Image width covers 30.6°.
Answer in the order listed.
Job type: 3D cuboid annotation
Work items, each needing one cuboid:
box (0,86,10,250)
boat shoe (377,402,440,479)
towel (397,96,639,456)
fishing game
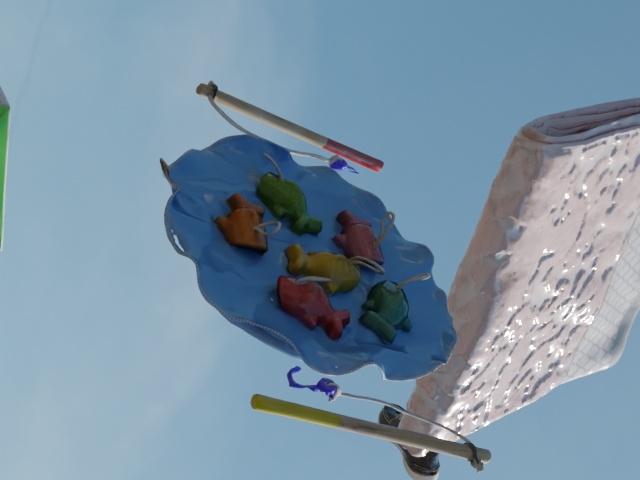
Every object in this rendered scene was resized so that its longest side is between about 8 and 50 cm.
[{"bbox_3d":[-0.386,-0.087,0.882,0.231,0.262,0.126,-130,-134,-55],"label":"box"},{"bbox_3d":[0.095,0.206,1.249,0.125,0.046,0.038,-117,-148,-60],"label":"boat shoe"},{"bbox_3d":[0.226,0.026,1.070,0.053,0.317,0.331,39,-53,33],"label":"towel"},{"bbox_3d":[0.000,0.000,0.635,0.041,0.189,0.264,-54,-152,30],"label":"fishing game"}]
